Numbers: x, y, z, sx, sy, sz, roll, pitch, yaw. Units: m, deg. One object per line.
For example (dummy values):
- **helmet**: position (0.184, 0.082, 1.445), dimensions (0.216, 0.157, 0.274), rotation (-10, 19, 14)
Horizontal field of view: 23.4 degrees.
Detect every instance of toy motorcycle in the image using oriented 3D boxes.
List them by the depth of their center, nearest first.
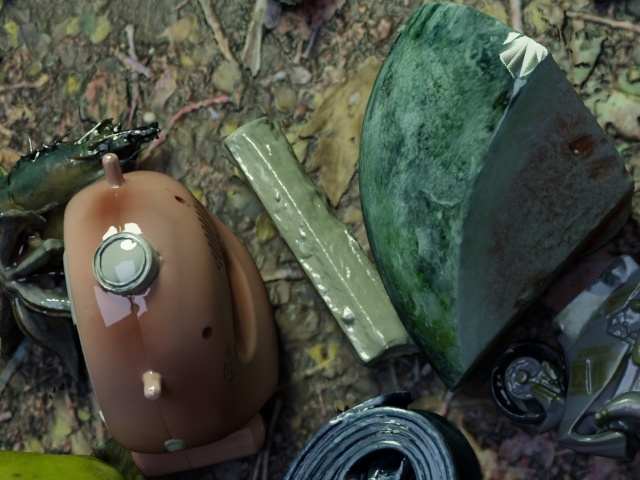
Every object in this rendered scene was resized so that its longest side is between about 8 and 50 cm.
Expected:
- **toy motorcycle**: position (0.239, 0.094, 1.137), dimensions (0.225, 0.073, 0.152), rotation (-37, 67, 16)

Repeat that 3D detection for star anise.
- **star anise**: position (-0.263, 0.037, 1.377), dimensions (0.204, 0.061, 0.181), rotation (11, 120, 40)

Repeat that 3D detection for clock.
- **clock**: position (-0.118, 0.052, 1.217), dimensions (0.142, 0.241, 0.227), rotation (-14, 68, 2)

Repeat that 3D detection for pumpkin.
- **pumpkin**: position (-0.173, 0.211, 1.321), dimensions (0.083, 0.054, 0.074), rotation (-44, 61, 19)

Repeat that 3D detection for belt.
- **belt**: position (0.042, 0.213, 1.199), dimensions (0.141, 0.082, 0.190), rotation (31, 94, 23)

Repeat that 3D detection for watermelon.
- **watermelon**: position (0.143, -0.068, 1.154), dimensions (0.213, 0.289, 0.320), rotation (6, 57, -10)

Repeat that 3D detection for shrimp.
- **shrimp**: position (-0.266, -0.114, 1.439), dimensions (0.262, 0.051, 0.198), rotation (-22, 70, 26)

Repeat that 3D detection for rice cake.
- **rice cake**: position (0.000, 0.000, 1.287), dimensions (0.057, 0.052, 0.256), rotation (-26, 65, -16)

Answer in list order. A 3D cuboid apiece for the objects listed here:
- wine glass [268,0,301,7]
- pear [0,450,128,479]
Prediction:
- **wine glass**: position (-0.011, -0.303, 1.344), dimensions (0.079, 0.079, 0.195), rotation (22, 88, 28)
- **pear**: position (-0.248, 0.363, 1.163), dimensions (0.352, 0.352, 0.413), rotation (-3, 74, 25)
